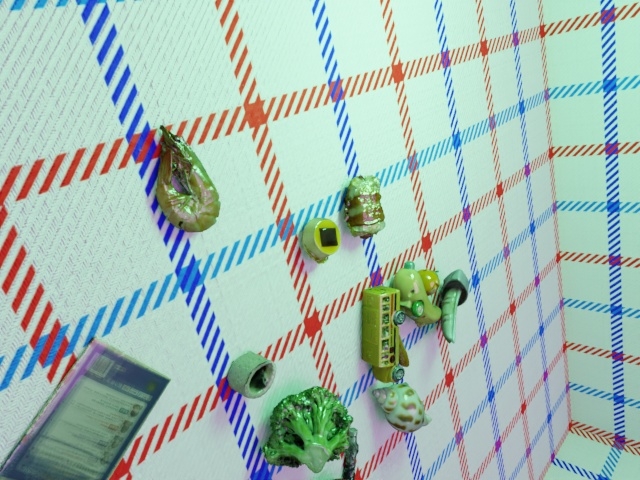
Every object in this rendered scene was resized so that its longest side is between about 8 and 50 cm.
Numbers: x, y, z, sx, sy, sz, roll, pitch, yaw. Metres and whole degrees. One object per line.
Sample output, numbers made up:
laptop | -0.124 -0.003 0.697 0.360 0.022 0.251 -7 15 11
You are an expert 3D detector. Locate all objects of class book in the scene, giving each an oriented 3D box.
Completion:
book | -0.503 0.403 1.033 0.228 0.018 0.322 47 63 -35

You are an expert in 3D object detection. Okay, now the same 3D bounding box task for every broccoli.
broccoli | -0.029 0.565 1.380 0.269 0.241 0.261 37 88 -10

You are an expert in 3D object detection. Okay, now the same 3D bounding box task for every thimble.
thimble | -0.186 0.369 1.288 0.102 0.090 0.115 43 66 -38

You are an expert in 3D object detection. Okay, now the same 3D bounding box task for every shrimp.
shrimp | -0.329 -0.143 1.118 0.145 0.061 0.267 -28 116 -29

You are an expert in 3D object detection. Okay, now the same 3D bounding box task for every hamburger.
hamburger | 0.000 0.000 1.437 0.126 0.081 0.141 -26 100 -42

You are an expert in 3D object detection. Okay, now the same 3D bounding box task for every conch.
conch | 0.301 0.616 1.750 0.148 0.183 0.275 -34 115 -1

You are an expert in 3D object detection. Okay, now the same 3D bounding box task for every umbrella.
umbrella | 0.112 0.754 1.650 0.046 0.050 0.188 6 90 -66

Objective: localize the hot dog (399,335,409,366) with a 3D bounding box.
hot dog | 0.291 0.397 1.785 0.066 0.047 0.216 -75 148 -50

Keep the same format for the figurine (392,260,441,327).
figurine | 0.381 0.205 1.808 0.324 0.124 0.222 40 64 -43

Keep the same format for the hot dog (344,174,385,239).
hot dog | 0.140 -0.109 1.553 0.146 0.103 0.213 -2 86 -23

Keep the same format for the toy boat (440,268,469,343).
toy boat | 0.536 0.280 1.938 0.276 0.111 0.293 54 51 -70

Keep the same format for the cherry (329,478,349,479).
cherry | 0.071 0.901 1.517 0.239 0.206 0.239 11 74 -44

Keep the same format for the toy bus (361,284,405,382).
toy bus | 0.215 0.334 1.657 0.123 0.121 0.336 -4 97 -35
